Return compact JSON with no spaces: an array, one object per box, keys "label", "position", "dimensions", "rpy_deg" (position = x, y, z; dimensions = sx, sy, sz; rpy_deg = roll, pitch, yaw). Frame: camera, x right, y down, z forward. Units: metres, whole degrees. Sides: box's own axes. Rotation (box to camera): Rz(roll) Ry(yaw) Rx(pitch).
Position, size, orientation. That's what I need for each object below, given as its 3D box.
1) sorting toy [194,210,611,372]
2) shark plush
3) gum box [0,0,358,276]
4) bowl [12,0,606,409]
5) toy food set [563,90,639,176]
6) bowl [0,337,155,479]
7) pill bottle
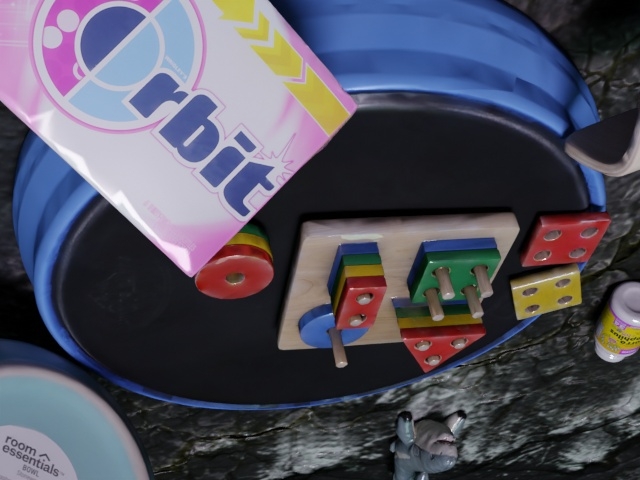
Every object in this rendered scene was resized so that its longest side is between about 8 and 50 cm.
[{"label":"sorting toy","position":[0.056,0.041,0.616],"dimensions":[0.275,0.046,0.132],"rpy_deg":[-3,145,-13]},{"label":"shark plush","position":[0.094,0.234,1.021],"dimensions":[0.073,0.067,0.161],"rpy_deg":[10,140,-29]},{"label":"gum box","position":[-0.081,-0.082,0.420],"dimensions":[0.107,0.062,0.188],"rpy_deg":[-45,114,-3]},{"label":"bowl","position":[0.000,0.000,0.650],"dimensions":[0.391,0.077,0.391],"rpy_deg":[-8,146,-6]},{"label":"toy food set","position":[0.231,-0.176,0.443],"dimensions":[0.220,0.092,0.306],"rpy_deg":[-19,141,-12]},{"label":"bowl","position":[-0.224,0.187,0.624],"dimensions":[0.163,0.311,0.312],"rpy_deg":[-26,144,36]},{"label":"pill bottle","position":[0.267,0.074,0.862],"dimensions":[0.043,0.043,0.083],"rpy_deg":[-7,145,-7]}]
